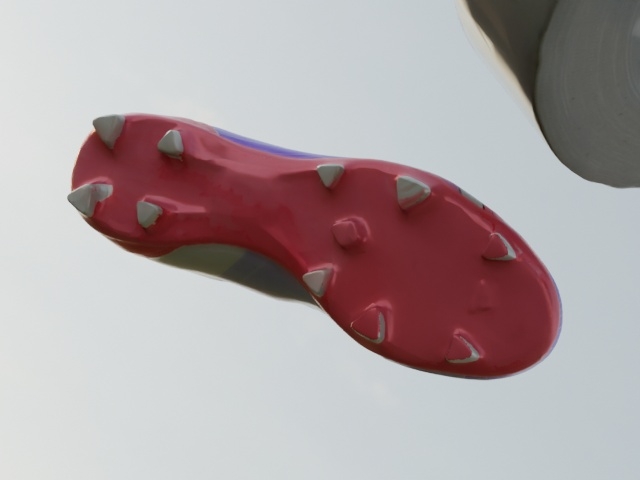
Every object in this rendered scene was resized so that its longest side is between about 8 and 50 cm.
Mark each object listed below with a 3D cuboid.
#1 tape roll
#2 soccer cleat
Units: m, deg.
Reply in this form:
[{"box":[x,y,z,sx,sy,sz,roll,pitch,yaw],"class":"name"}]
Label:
[{"box":[0.165,-0.123,0.717,0.072,0.219,0.219,58,-10,38],"class":"tape roll"},{"box":[0.000,0.000,0.803,0.248,0.083,0.095,18,-2,22],"class":"soccer cleat"}]
